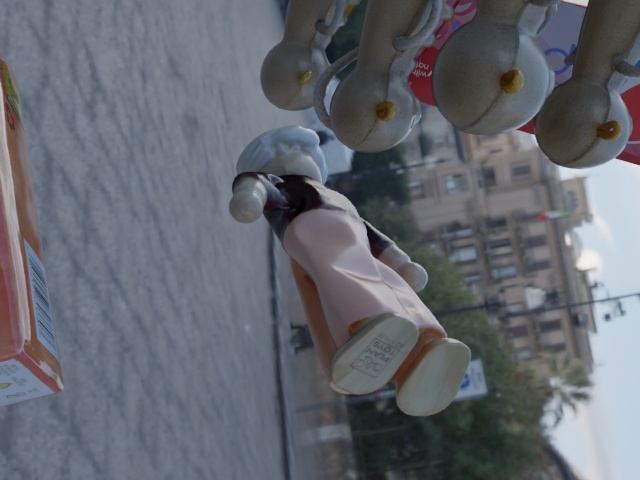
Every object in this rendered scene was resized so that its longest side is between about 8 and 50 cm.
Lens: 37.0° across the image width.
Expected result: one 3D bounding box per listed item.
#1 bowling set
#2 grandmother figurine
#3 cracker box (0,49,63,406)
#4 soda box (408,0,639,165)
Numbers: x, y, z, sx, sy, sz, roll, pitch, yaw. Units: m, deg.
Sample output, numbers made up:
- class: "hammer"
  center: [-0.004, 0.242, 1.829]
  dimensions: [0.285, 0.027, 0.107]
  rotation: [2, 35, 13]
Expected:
- class: "bowling set"
  center: [0.101, -0.092, 0.444]
  dimensions: [0.287, 0.200, 0.154]
  rotation: [-131, -119, -69]
- class: "grandmother figurine"
  center: [0.000, 0.000, 0.843]
  dimensions: [0.208, 0.104, 0.342]
  rotation: [36, 15, -37]
- class: "cracker box"
  center: [-0.234, 0.008, 0.380]
  dimensions: [0.067, 0.232, 0.155]
  rotation: [92, -15, -67]
- class: "soda box"
  center: [0.166, -0.115, 0.643]
  dimensions: [0.083, 0.263, 0.092]
  rotation: [-39, 145, -68]
